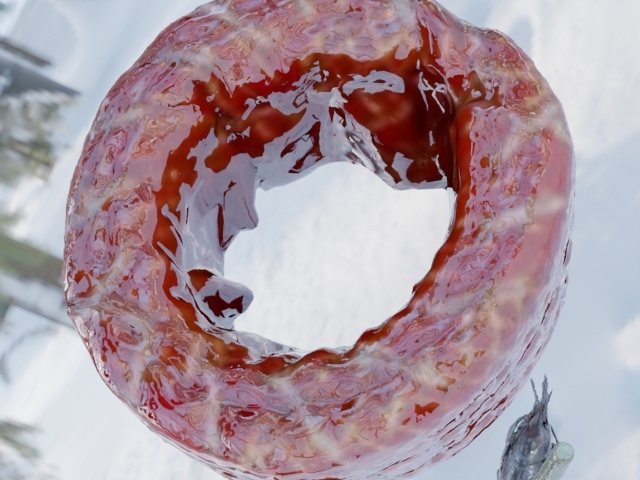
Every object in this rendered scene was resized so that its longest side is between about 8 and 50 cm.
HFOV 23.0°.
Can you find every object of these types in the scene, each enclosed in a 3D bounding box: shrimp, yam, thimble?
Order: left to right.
[{"bbox_3d":[0.000,0.000,1.069,0.230,0.350,0.350,65,-137,-71],"label":"thimble"},{"bbox_3d":[0.186,0.201,1.404,0.065,0.057,0.165,44,-116,-68],"label":"shrimp"},{"bbox_3d":[0.186,0.196,1.297,0.116,0.021,0.021,104,179,-58],"label":"yam"}]
